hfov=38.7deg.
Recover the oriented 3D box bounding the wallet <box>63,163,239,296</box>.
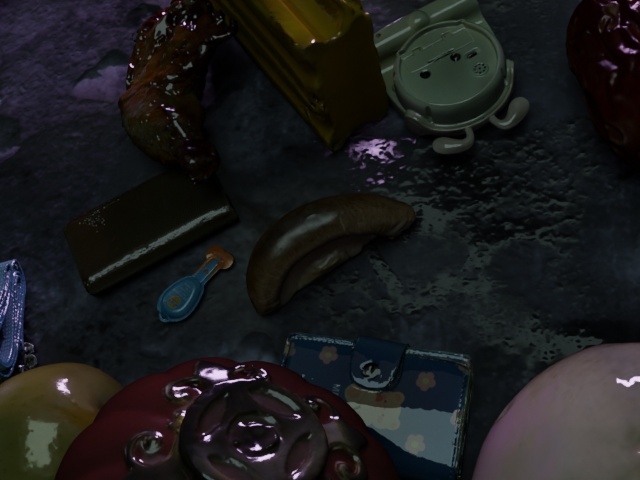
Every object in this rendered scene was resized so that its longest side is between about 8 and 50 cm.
[{"bbox_3d":[-0.205,-0.021,1.096,0.198,0.031,0.110,-28,59,-2],"label":"wallet"}]

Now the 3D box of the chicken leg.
[{"bbox_3d":[-0.170,-0.189,1.125,0.177,0.083,0.323,-18,54,38],"label":"chicken leg"}]

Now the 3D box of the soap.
[{"bbox_3d":[-0.049,-0.279,1.092,0.096,0.204,0.324,-33,61,-8],"label":"soap"}]

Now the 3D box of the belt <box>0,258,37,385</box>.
[{"bbox_3d":[-0.370,0.103,1.061,0.065,0.100,0.179,-15,45,8],"label":"belt"}]

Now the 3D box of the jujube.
[{"bbox_3d":[0.351,-0.180,0.970,0.155,0.155,0.230,-18,50,5],"label":"jujube"}]

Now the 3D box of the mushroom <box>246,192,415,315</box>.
[{"bbox_3d":[0.000,-0.002,1.002,0.209,0.094,0.072,-33,63,1],"label":"mushroom"}]

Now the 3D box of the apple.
[{"bbox_3d":[-0.262,0.215,0.902,0.199,0.200,0.200,-6,62,12],"label":"apple"}]

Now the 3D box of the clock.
[{"bbox_3d":[0.153,-0.193,1.074,0.151,0.062,0.191,-27,60,0],"label":"clock"}]

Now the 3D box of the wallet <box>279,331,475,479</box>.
[{"bbox_3d":[0.049,0.165,0.917,0.202,0.059,0.141,5,63,18],"label":"wallet"}]

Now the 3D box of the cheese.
[{"bbox_3d":[-0.146,0.051,1.052,0.047,0.017,0.111,37,77,24],"label":"cheese"}]

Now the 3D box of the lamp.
[{"bbox_3d":[-0.074,0.239,0.758,0.303,0.257,0.303,10,37,-8],"label":"lamp"}]

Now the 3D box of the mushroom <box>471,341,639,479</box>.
[{"bbox_3d":[0.263,0.214,0.703,0.356,0.315,0.315,-35,60,4],"label":"mushroom"}]
